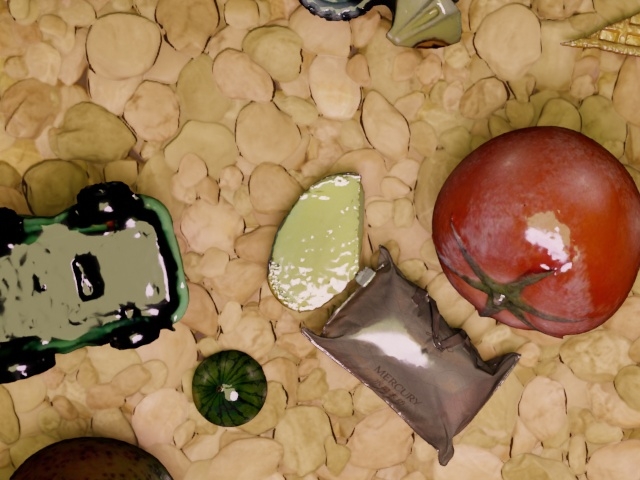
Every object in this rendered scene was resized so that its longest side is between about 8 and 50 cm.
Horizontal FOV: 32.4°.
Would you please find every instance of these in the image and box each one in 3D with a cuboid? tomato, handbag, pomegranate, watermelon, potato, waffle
[{"bbox_3d":[0.273,-0.018,1.367,0.265,0.265,0.265,0,96,0],"label":"tomato"},{"bbox_3d":[0.127,0.146,1.453,0.270,0.117,0.182,42,86,-7],"label":"handbag"},{"bbox_3d":[-0.333,0.398,1.416,0.341,0.285,0.285,-19,96,25],"label":"pomegranate"},{"bbox_3d":[-0.124,0.200,1.481,0.105,0.062,0.105,0,87,1],"label":"watermelon"},{"bbox_3d":[0.000,0.000,1.468,0.119,0.054,0.198,16,91,-1],"label":"potato"},{"bbox_3d":[0.419,-0.298,1.446,0.191,0.032,0.125,12,97,-2],"label":"waffle"}]

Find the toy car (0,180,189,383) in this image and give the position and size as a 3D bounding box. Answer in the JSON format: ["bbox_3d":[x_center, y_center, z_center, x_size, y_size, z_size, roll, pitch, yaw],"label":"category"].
[{"bbox_3d":[-0.353,0.053,1.418,0.359,0.176,0.213,-14,96,-2],"label":"toy car"}]

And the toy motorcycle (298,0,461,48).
[{"bbox_3d":[0.157,-0.408,1.370,0.237,0.169,0.410,41,94,-5],"label":"toy motorcycle"}]
